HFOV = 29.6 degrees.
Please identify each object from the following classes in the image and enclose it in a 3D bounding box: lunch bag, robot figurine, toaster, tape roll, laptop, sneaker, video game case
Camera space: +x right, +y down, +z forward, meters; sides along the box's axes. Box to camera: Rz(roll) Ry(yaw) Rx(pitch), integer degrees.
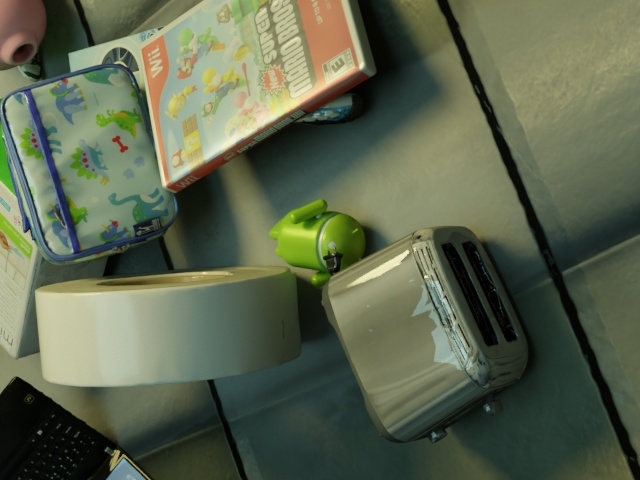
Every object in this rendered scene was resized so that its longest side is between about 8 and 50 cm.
[{"bbox_3d":[-0.275,-0.086,1.419,0.090,0.176,0.219,152,103,-74],"label":"lunch bag"},{"bbox_3d":[0.000,0.000,1.329,0.115,0.067,0.101,9,128,38],"label":"robot figurine"},{"bbox_3d":[0.105,0.082,1.218,0.146,0.129,0.227,-32,72,32],"label":"toaster"},{"bbox_3d":[-0.167,0.089,1.337,0.286,0.286,0.100,-2,93,39],"label":"tape roll"},{"bbox_3d":[-0.350,0.352,1.541,0.234,0.264,0.136,-52,23,-5],"label":"laptop"},{"bbox_3d":[-0.396,-0.257,1.646,0.037,0.032,0.083,-30,77,37],"label":"sneaker"},{"bbox_3d":[-0.034,-0.168,1.342,0.191,0.071,0.083,6,92,38],"label":"sneaker"},{"bbox_3d":[-0.079,-0.201,1.335,0.285,0.025,0.204,-28,60,28],"label":"video game case"}]

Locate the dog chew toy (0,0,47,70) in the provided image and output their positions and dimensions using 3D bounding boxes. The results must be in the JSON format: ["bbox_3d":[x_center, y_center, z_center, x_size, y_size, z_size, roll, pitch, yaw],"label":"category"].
[{"bbox_3d":[-0.482,-0.351,1.601,0.332,0.207,0.206,47,121,20],"label":"dog chew toy"}]

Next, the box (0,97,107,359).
[{"bbox_3d":[-0.408,-0.018,1.596,0.262,0.127,0.231,41,130,28],"label":"box"}]

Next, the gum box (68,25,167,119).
[{"bbox_3d":[-0.233,-0.174,1.516,0.184,0.041,0.157,-7,91,40],"label":"gum box"}]
